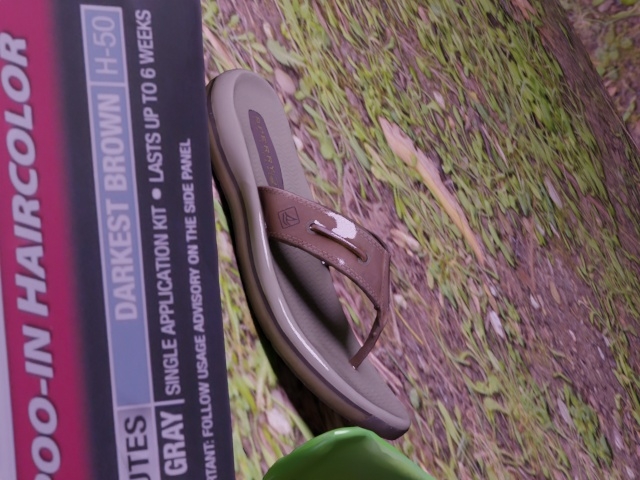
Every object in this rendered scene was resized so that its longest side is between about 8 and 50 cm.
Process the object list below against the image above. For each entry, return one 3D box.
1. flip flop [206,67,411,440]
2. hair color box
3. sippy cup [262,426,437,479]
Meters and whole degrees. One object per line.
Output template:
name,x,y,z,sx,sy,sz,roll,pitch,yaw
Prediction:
flip flop,0.000,0.000,1.280,0.112,0.080,0.277,28,39,-59
hair color box,-0.192,0.032,0.397,0.374,0.113,0.185,-2,85,-43
sippy cup,0.048,0.242,0.898,0.224,0.240,0.305,25,2,-45
